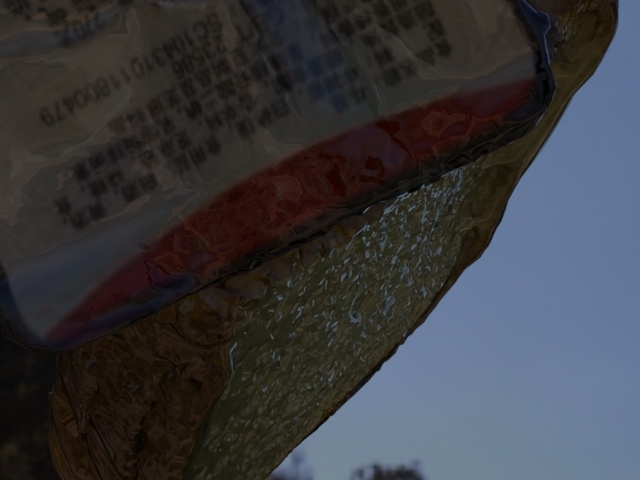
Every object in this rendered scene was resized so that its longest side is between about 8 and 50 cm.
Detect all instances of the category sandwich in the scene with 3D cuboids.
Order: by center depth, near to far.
[{"bbox_3d":[-0.001,0.000,0.629,0.087,0.251,0.226,39,-35,17],"label":"sandwich"}]

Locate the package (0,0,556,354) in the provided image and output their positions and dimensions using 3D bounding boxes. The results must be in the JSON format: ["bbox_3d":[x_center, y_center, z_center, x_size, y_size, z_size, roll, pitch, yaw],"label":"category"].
[{"bbox_3d":[-0.055,-0.102,0.402,0.166,0.232,0.040,-27,0,5],"label":"package"}]
